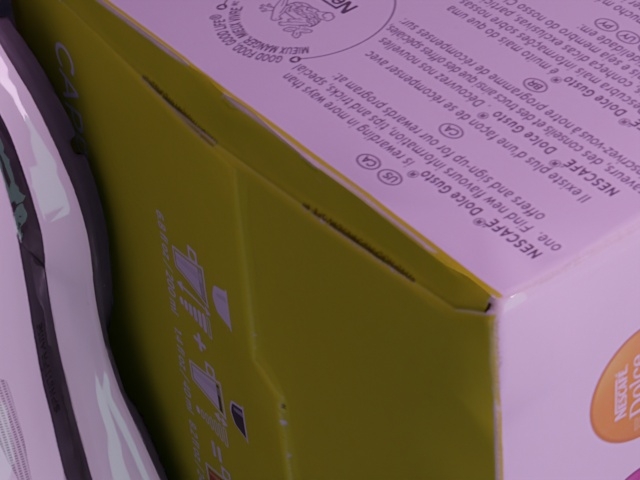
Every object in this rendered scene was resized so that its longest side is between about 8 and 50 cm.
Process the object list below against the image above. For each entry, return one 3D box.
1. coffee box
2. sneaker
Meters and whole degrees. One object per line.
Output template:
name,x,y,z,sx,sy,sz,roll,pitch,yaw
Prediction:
coffee box,0.098,0.002,0.781,0.334,0.338,0.337,-27,133,-24
sneaker,-0.217,0.069,0.718,0.257,0.169,0.447,-39,117,-42
